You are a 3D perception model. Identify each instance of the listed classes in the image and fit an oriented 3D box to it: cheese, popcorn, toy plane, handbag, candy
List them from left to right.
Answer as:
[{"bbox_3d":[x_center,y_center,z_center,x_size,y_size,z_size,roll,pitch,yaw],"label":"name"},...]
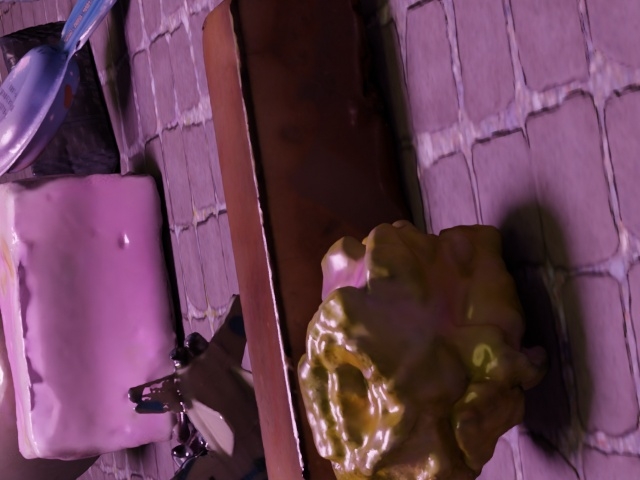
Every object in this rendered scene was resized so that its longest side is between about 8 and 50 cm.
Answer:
[{"bbox_3d":[-0.259,-0.151,1.879,0.244,0.052,0.135,-57,25,4],"label":"cheese"},{"bbox_3d":[-0.270,-0.108,2.086,0.175,0.089,0.270,95,160,-60],"label":"handbag"},{"bbox_3d":[-0.217,0.068,1.846,0.116,0.156,0.265,-176,78,-76],"label":"candy"},{"bbox_3d":[-0.032,0.161,1.318,0.088,0.192,0.262,28,152,48],"label":"toy plane"},{"bbox_3d":[0.050,0.062,1.028,0.125,0.126,0.145,105,158,-67],"label":"popcorn"}]

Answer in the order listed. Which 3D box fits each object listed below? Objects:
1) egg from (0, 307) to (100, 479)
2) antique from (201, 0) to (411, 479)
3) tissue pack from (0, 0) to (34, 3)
[{"bbox_3d":[-0.333,0.135,2.055,0.336,0.278,0.278,1,-101,-71],"label":"egg"},{"bbox_3d":[0.000,0.000,1.203,0.087,0.093,0.310,160,101,-73],"label":"antique"},{"bbox_3d":[-0.309,-0.408,1.959,0.311,0.128,0.228,115,145,-61],"label":"tissue pack"}]
